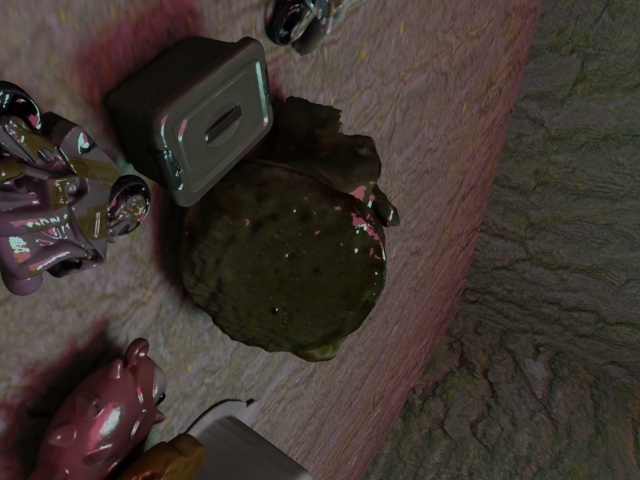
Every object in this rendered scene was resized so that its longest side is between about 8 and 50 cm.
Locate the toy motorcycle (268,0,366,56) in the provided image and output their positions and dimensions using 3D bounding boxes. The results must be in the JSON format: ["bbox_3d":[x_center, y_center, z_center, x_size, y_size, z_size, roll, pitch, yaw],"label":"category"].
[{"bbox_3d":[0.024,-0.343,0.720,0.229,0.074,0.151,-53,162,26],"label":"toy motorcycle"}]

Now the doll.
[{"bbox_3d":[-0.261,0.236,0.651,0.262,0.093,0.211,-66,166,-6],"label":"doll"}]

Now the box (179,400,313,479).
[{"bbox_3d":[-0.128,0.442,0.999,0.291,0.206,0.262,-32,140,-50],"label":"box"}]

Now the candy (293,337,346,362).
[{"bbox_3d":[0.007,0.115,1.110,0.260,0.118,0.260,-45,146,-42],"label":"candy"}]

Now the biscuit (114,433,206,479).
[{"bbox_3d":[-0.280,0.397,0.695,0.351,0.057,0.312,-40,162,-35],"label":"biscuit"}]

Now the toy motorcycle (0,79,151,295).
[{"bbox_3d":[-0.241,-0.026,0.481,0.152,0.073,0.225,-60,157,-10],"label":"toy motorcycle"}]

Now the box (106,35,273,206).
[{"bbox_3d":[-0.136,-0.135,0.584,0.172,0.092,0.124,-51,153,-33],"label":"box"}]

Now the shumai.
[{"bbox_3d":[-0.045,-0.028,0.801,0.288,0.291,0.330,-97,-165,-48],"label":"shumai"}]
